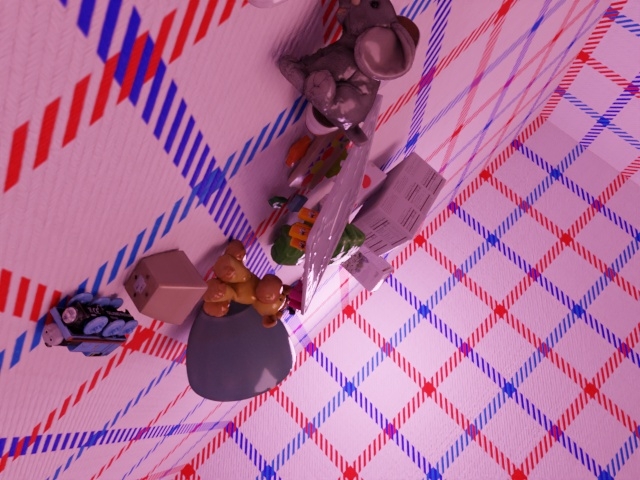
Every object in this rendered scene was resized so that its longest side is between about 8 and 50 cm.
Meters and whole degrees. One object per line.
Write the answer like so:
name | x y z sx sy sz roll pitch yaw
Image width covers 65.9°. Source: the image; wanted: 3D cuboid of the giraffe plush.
giraffe plush | -0.159 0.120 1.163 0.210 0.171 0.181 91 22 -72

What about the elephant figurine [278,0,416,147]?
elephant figurine | 0.066 -0.308 0.779 0.239 0.169 0.186 -46 159 11

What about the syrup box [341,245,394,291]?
syrup box | 0.137 0.065 1.758 0.093 0.237 0.096 -56 162 26

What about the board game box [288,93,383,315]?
board game box | 0.025 -0.070 1.107 0.390 0.051 0.389 98 15 -62

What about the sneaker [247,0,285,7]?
sneaker | -0.010 -0.377 0.606 0.212 0.080 0.094 -41 152 -16

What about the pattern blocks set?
pattern blocks set | 0.001 -0.198 1.149 0.324 0.026 0.285 -49 164 7

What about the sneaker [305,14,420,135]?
sneaker | 0.068 -0.316 0.952 0.290 0.106 0.123 -46 -170 -11

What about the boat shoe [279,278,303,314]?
boat shoe | -0.119 0.241 1.802 0.258 0.089 0.109 -39 163 -25

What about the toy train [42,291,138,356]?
toy train | -0.405 0.153 0.874 0.105 0.080 0.184 -40 164 0

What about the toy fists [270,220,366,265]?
toy fists | 0.000 0.000 1.374 0.279 0.096 0.142 3 152 -34

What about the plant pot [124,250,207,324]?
plant pot | -0.302 0.088 0.940 0.109 0.109 0.096 -51 152 17

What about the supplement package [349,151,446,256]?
supplement package | 0.235 -0.110 1.554 0.261 0.145 0.204 -54 -171 -29

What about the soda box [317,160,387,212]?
soda box | 0.094 -0.137 1.453 0.216 0.074 0.069 -40 163 -20

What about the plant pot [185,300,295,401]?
plant pot | -0.222 0.247 1.295 0.290 0.290 0.195 -32 123 -43
